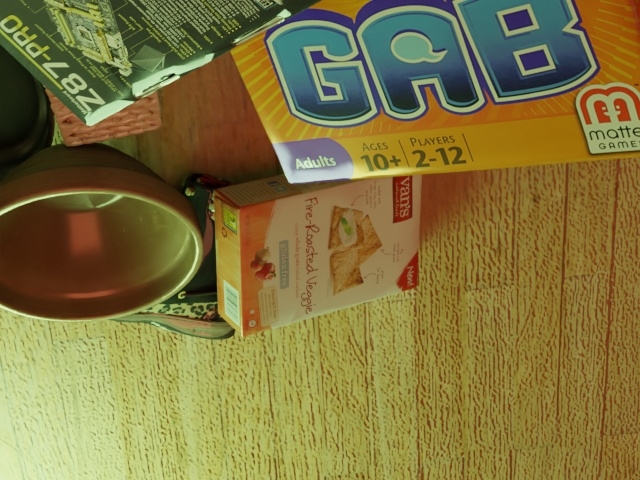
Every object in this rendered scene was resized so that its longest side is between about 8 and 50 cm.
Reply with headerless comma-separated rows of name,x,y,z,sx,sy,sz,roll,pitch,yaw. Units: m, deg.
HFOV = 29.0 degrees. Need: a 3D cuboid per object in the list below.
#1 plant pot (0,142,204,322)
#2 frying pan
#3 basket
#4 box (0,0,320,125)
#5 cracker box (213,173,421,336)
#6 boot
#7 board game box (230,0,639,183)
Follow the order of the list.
plant pot,-0.241,-0.022,1.253,0.237,0.109,0.237,-7,145,-5
frying pan,-0.370,-0.090,1.295,0.197,0.053,0.326,17,122,7
basket,-0.217,-0.179,1.235,0.113,0.167,0.103,-12,124,-4
box,-0.194,-0.287,0.881,0.318,0.097,0.395,-23,124,38
cracker box,0.000,0.000,1.372,0.232,0.067,0.155,-15,120,-27
boot,-0.184,0.003,1.378,0.236,0.085,0.178,15,108,-17
board game box,0.132,-0.299,1.050,0.356,0.356,0.356,-3,124,34
